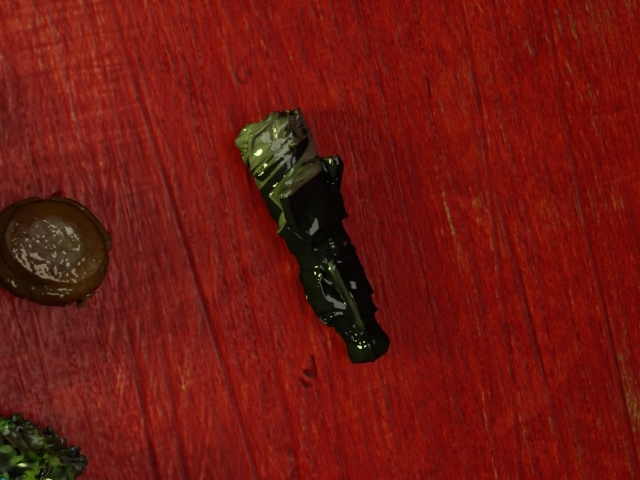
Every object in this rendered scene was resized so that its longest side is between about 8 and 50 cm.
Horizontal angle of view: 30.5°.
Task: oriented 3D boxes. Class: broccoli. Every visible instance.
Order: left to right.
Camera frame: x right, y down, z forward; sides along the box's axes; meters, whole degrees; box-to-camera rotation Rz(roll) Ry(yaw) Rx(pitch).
[{"bbox_3d":[-0.323,0.275,1.332,0.154,0.160,0.167,7,68,-24],"label":"broccoli"}]

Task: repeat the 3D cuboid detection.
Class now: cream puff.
[{"bbox_3d":[-0.320,0.015,1.371,0.144,0.103,0.126,27,64,-22],"label":"cream puff"}]

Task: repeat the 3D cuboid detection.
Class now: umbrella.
[{"bbox_3d":[0.006,-0.003,1.522,0.113,0.106,0.358,-29,101,-26],"label":"umbrella"}]
